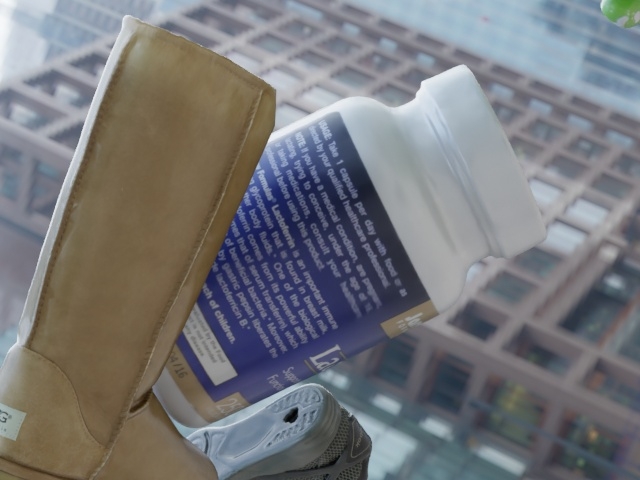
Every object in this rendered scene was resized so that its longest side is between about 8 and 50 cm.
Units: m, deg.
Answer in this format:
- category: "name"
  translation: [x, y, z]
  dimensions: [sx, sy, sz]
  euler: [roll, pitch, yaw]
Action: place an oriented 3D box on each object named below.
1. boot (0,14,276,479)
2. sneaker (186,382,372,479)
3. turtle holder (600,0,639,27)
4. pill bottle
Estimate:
- category: "boot"
  translation: [-0.086, 0.032, 0.955]
  dimensions: [0.236, 0.089, 0.270]
  euler: [24, -92, -64]
- category: "sneaker"
  translation: [-0.045, 0.215, 1.473]
  dimensions: [0.130, 0.227, 0.087]
  euler: [42, -145, -32]
- category: "turtle holder"
  translation: [0.210, -0.266, 0.940]
  dimensions: [0.227, 0.320, 0.243]
  euler: [-40, 28, 37]
- category: "pill bottle"
  translation: [0.000, 0.000, 1.043]
  dimensions: [0.264, 0.153, 0.153]
  euler: [-26, -20, 5]
